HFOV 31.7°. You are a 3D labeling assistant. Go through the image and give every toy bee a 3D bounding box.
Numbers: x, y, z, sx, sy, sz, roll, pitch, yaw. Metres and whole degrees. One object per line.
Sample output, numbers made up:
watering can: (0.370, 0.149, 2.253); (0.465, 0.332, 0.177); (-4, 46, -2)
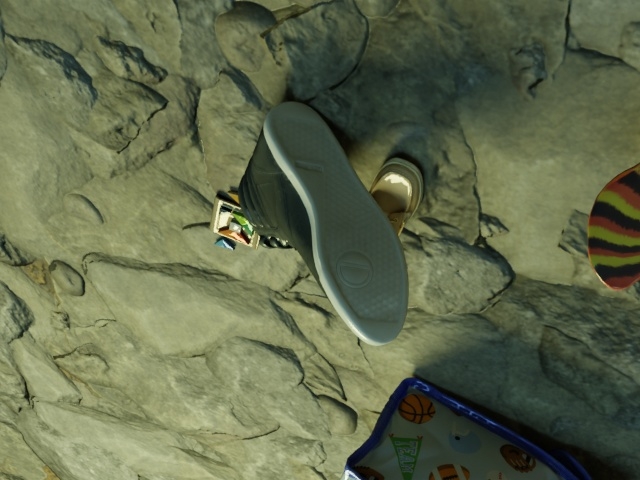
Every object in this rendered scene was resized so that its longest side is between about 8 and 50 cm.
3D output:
toy bee: (0.359, -0.087, 1.027); (0.162, 0.298, 0.195); (62, 175, 4)

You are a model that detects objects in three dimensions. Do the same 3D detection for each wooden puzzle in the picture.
wooden puzzle: (-0.110, -0.022, 1.466); (0.078, 0.014, 0.116); (21, 139, 12)

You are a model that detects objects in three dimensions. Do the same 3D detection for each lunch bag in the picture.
lunch bag: (0.215, 0.418, 1.553); (0.385, 0.239, 0.328); (27, 139, 15)

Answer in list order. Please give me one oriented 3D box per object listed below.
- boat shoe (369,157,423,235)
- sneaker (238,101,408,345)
boat shoe: (0.073, -0.024, 1.315); (0.063, 0.059, 0.170); (26, 140, 6)
sneaker: (0.000, 0.000, 1.292); (0.296, 0.104, 0.147); (64, 151, 15)
